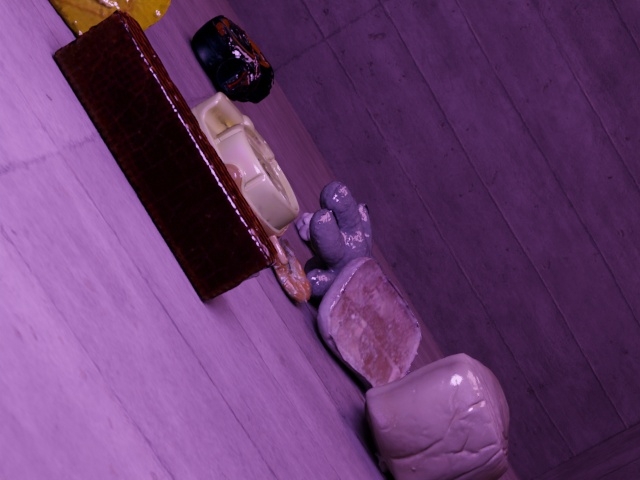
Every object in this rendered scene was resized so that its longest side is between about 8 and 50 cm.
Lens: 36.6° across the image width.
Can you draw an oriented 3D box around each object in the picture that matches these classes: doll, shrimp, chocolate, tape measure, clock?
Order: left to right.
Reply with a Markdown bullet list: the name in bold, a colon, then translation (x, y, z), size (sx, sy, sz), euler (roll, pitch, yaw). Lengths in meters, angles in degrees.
- **tape measure**: translation (-0.208, -0.435, 2.322), size (0.223, 0.135, 0.202), euler (55, 16, 10)
- **clock**: translation (-0.124, -0.102, 1.746), size (0.235, 0.096, 0.308), euler (49, 14, -55)
- **shrimp**: translation (-0.065, 0.051, 1.801), size (0.099, 0.041, 0.180), euler (37, 20, -31)
- **doll**: translation (0.000, 0.000, 2.279), size (0.162, 0.062, 0.106), euler (51, 6, -40)
- **doll**: translation (0.027, 0.030, 1.949), size (0.246, 0.158, 0.340), euler (-64, 143, -31)
- **chocolate**: translation (0.086, 0.170, 1.885), size (0.100, 0.185, 0.303), euler (20, -25, 41)

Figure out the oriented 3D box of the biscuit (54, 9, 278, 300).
- **biscuit**: translation (-0.199, -0.110, 1.248), size (0.388, 0.107, 0.073), euler (59, 10, -3)

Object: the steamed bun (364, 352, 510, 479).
- **steamed bun**: translation (0.222, 0.349, 1.725), size (0.383, 0.247, 0.236), euler (53, 19, -74)

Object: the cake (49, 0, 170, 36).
- **cake**: translation (-0.320, -0.418, 1.373), size (0.260, 0.179, 0.156), euler (56, 7, -28)
